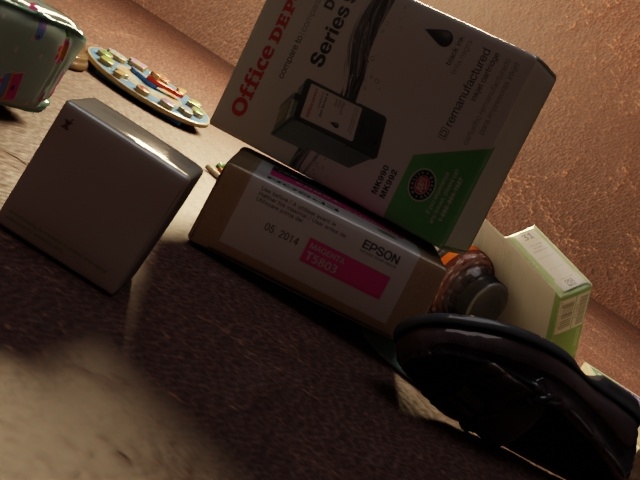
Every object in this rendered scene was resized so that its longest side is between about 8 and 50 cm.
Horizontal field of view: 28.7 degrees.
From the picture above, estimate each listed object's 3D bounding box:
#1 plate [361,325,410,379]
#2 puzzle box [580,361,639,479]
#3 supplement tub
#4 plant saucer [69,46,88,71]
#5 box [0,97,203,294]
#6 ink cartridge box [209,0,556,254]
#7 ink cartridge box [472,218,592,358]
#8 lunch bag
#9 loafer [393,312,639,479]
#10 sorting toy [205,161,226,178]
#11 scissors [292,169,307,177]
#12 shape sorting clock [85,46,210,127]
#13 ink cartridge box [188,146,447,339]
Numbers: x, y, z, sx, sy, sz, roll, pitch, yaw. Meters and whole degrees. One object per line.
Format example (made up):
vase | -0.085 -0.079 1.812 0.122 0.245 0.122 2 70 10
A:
plate | 0.124 0.130 1.253 0.188 0.024 0.188 32 8 -5
puzzle box | 0.433 0.277 1.458 0.272 0.052 0.409 33 8 0
supplement tub | 0.150 0.034 1.605 0.106 0.106 0.198 23 12 -49
plant saucer | -0.430 -0.319 1.695 0.278 0.041 0.278 32 10 -6
box | -0.154 -0.034 0.888 0.101 0.102 0.087 33 6 -3
ink cartridge box | 0.061 -0.144 1.288 0.289 0.211 0.121 28 7 19
ink cartridge box | 0.246 0.048 1.614 0.235 0.056 0.171 53 -26 39
lunch bag | -0.361 -0.218 1.148 0.224 0.108 0.279 32 7 15
loafer | 0.187 0.152 1.120 0.302 0.109 0.095 26 55 -34
sorting toy | -0.117 -0.082 1.593 0.062 0.012 0.083 23 13 -48
scissors | 0.063 -0.050 2.042 0.297 0.021 0.109 21 13 -49
shape sorting clock | -0.250 -0.227 1.829 0.206 0.040 0.206 32 8 -5
ink cartridge box | 0.000 0.000 1.240 0.234 0.088 0.193 27 7 -4
